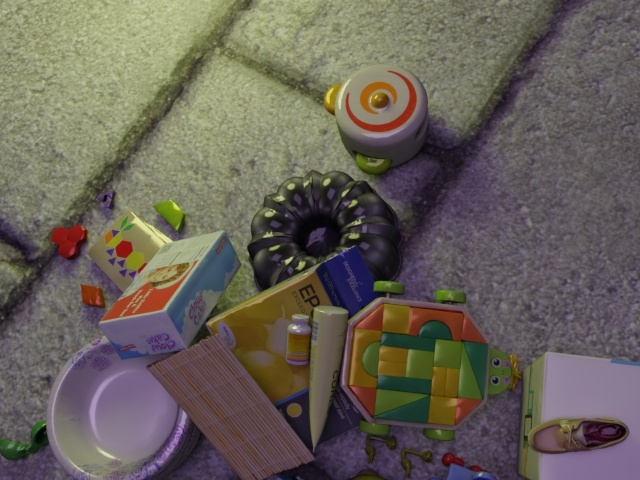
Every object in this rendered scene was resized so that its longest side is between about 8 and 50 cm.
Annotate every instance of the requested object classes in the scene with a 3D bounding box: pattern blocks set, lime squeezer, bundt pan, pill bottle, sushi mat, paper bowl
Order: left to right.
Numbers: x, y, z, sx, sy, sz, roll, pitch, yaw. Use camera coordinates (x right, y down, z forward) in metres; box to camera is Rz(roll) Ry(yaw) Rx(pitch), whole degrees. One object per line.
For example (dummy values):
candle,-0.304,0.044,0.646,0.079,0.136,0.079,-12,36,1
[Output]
lime squeezer,-0.587,0.384,1.332,0.311,0.058,0.109,-22,40,4
pattern blocks set,-0.411,0.028,1.423,0.285,0.026,0.324,-39,70,-4
paper bowl,-0.360,0.325,1.252,0.285,0.148,0.284,-3,72,9
sushi mat,-0.153,0.306,1.146,0.152,0.019,0.316,-28,111,15
pill bottle,-0.038,0.173,1.142,0.044,0.043,0.083,6,98,12
bundt pan,0.000,0.000,1.312,0.331,0.124,0.330,-3,72,10

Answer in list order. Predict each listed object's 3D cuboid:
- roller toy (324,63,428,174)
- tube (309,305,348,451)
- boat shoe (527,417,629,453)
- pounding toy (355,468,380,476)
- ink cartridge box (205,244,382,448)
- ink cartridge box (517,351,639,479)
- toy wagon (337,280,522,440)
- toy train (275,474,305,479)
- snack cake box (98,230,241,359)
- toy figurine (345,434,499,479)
roller toy,0.127,-0.264,1.363,0.191,0.146,0.209,-29,69,-1
tube,0.007,0.235,1.134,0.062,0.070,0.240,12,97,45
boat shoe,0.360,0.270,0.911,0.136,0.045,0.050,-12,72,6
pounding toy,0.118,0.529,1.122,0.183,0.110,0.236,8,74,12
ink cartridge box,-0.004,0.211,1.202,0.307,0.072,0.303,-27,96,4
ink cartridge box,0.439,0.303,1.056,0.198,0.270,0.197,5,74,12
toy wagon,0.207,0.219,1.170,0.345,0.068,0.267,8,82,-8
toy train,-0.082,0.508,1.166,0.080,0.105,0.184,26,78,17
snack cake box,-0.272,0.096,1.221,0.152,0.089,0.264,-11,28,24
toy figurine,0.221,0.397,1.054,0.363,0.217,0.191,19,50,12
